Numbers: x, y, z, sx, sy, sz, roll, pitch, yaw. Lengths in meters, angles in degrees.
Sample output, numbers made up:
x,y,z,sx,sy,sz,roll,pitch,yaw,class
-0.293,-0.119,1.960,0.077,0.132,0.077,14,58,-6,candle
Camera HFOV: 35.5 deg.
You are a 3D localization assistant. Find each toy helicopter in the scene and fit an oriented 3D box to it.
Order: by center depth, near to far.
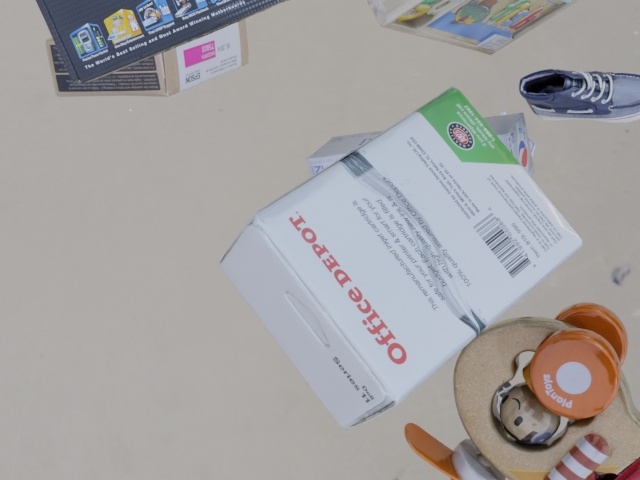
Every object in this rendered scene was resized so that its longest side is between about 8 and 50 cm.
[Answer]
x,y,z,sx,sy,sz,roll,pitch,yaw,class
0.240,0.251,1.017,0.235,0.140,0.355,-23,92,22,toy helicopter

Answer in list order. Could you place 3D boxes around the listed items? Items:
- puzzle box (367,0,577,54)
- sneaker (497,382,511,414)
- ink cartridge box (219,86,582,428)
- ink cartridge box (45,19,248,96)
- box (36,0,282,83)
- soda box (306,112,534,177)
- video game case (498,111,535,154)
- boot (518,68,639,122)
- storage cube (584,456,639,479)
x,y,z,sx,sy,sz,roll,pitch,yaw,class
0.247,-0.326,1.186,0.272,0.409,0.052,-31,82,26,puzzle box
0.335,0.320,1.855,0.068,0.071,0.170,-17,60,-26,sneaker
0.057,0.009,0.700,0.208,0.087,0.153,-33,83,-32,ink cartridge box
-0.242,-0.270,1.434,0.193,0.234,0.088,4,111,25,ink cartridge box
-0.111,-0.272,0.783,0.270,0.060,0.216,-22,102,0,box
0.132,-0.099,1.341,0.286,0.098,0.091,-5,112,26,soda box
0.336,-0.159,1.752,0.122,0.011,0.087,35,68,-44,video game case
0.369,-0.201,1.360,0.190,0.086,0.069,-4,77,28,boot
0.294,0.204,0.661,0.193,0.183,0.215,-47,69,17,storage cube
